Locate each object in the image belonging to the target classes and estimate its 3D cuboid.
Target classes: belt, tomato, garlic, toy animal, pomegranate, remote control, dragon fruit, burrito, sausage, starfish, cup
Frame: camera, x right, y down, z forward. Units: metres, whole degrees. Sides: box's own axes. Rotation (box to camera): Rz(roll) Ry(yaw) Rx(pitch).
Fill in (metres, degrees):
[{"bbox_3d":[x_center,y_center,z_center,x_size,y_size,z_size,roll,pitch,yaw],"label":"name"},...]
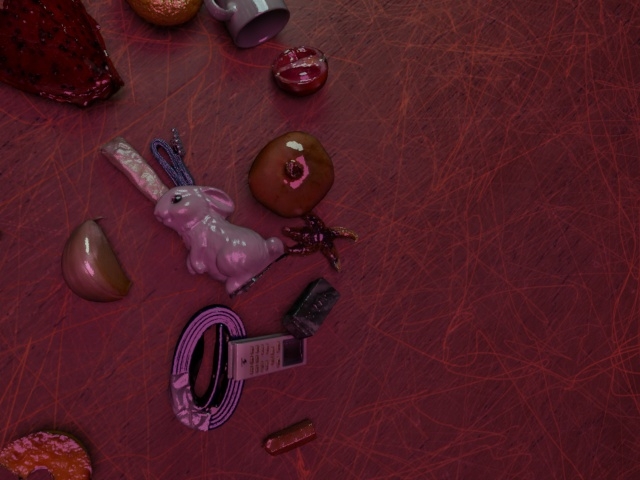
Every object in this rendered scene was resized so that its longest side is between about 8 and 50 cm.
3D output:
[{"bbox_3d":[-0.322,0.360,1.475,0.212,0.117,0.347,10,86,-16],"label":"belt"},{"bbox_3d":[-0.418,-0.229,1.498,0.100,0.065,0.179,-33,99,-4],"label":"belt"},{"bbox_3d":[-0.059,-0.510,1.582,0.173,0.099,0.189,-11,51,0],"label":"tomato"},{"bbox_3d":[-0.629,0.060,1.413,0.164,0.145,0.245,-21,93,-46],"label":"garlic"},{"bbox_3d":[-0.294,-0.019,1.458,0.257,0.194,0.357,-38,96,-13],"label":"toy animal"},{"bbox_3d":[-0.082,-0.191,1.471,0.252,0.270,0.229,-39,90,-9],"label":"pomegranate"},{"bbox_3d":[-0.146,0.330,1.483,0.277,0.055,0.103,2,88,-48],"label":"remote control"},{"bbox_3d":[-0.720,-0.513,1.417,0.286,0.228,0.329,-37,121,19],"label":"dragon fruit"},{"bbox_3d":[-0.516,-0.182,1.470,0.082,0.059,0.275,-44,99,-26],"label":"burrito"},{"bbox_3d":[-0.098,0.607,1.553,0.169,0.065,0.065,-18,93,-13],"label":"sausage"},{"bbox_3d":[0.001,0.000,1.598,0.238,0.071,0.216,-10,96,-4],"label":"starfish"},{"bbox_3d":[-0.245,-0.708,1.469,0.258,0.186,0.234,-31,91,-50],"label":"cup"}]

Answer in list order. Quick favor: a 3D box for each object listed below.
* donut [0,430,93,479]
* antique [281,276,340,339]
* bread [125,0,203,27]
[{"bbox_3d":[-0.708,0.595,1.378,0.259,0.101,0.152,44,78,-8],"label":"donut"},{"bbox_3d":[-0.031,0.209,1.534,0.088,0.086,0.183,45,53,-10],"label":"antique"},{"bbox_3d":[-0.449,-0.721,1.460,0.239,0.139,0.240,0,89,-14],"label":"bread"}]
